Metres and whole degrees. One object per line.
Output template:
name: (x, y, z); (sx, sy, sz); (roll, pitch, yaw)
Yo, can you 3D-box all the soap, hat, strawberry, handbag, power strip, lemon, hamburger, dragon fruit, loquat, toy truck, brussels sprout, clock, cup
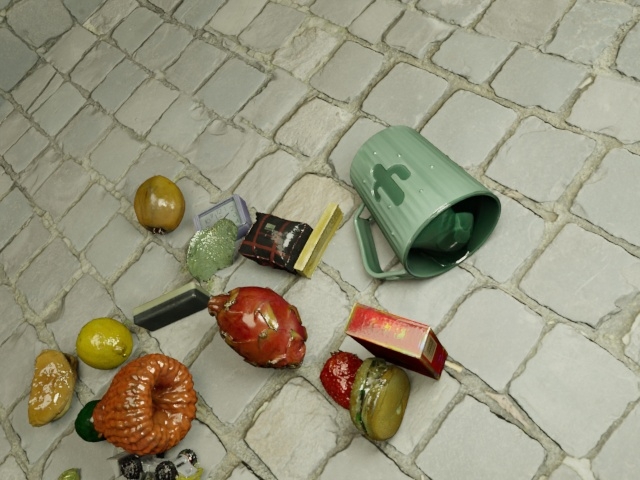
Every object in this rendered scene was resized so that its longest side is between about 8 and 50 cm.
soap: (-0.001, 0.000, 1.691); (0.037, 0.092, 0.252); (22, 76, 24)
hat: (-0.573, 0.518, 1.624); (0.400, 0.285, 0.285); (-23, 56, 41)
strawberry: (0.067, 0.402, 1.491); (0.146, 0.082, 0.187); (-28, 64, 14)
handbag: (-0.144, 0.010, 1.705); (0.215, 0.155, 0.169); (15, 79, 28)
power strip: (-0.508, 0.227, 1.770); (0.256, 0.105, 0.070); (-25, 58, 8)
lemon: (-0.721, 0.347, 1.755); (0.206, 0.173, 0.174); (12, 71, 33)
hamburger: (-0.908, 0.499, 1.784); (0.130, 0.124, 0.262); (-10, 64, 16)
dragon fruit: (-0.180, 0.254, 1.560); (0.315, 0.250, 0.250); (16, 72, 29)
loquat: (-0.593, -0.125, 1.934); (0.187, 0.176, 0.234); (-25, 72, 56)
toy truck: (-0.486, 0.678, 1.536); (0.285, 0.136, 0.111); (-1, 86, 21)
hamburger: (0.147, 0.422, 1.383); (0.122, 0.189, 0.215); (8, 80, 32)
brussels sprout: (-0.806, 0.771, 1.657); (0.085, 0.058, 0.085); (-3, 82, 20)
clock: (-0.347, -0.063, 1.866); (0.193, 0.073, 0.145); (-27, 60, 7)
cup: (0.252, -0.096, 1.524); (0.400, 0.310, 0.392); (-34, 53, 1)

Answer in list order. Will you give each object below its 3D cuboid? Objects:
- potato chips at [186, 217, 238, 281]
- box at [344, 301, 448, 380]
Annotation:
potato chips: (-0.361, 0.032, 1.783); (0.228, 0.167, 0.059); (-35, 16, 0)
box: (0.206, 0.266, 1.355); (0.197, 0.313, 0.089); (14, 72, 26)
